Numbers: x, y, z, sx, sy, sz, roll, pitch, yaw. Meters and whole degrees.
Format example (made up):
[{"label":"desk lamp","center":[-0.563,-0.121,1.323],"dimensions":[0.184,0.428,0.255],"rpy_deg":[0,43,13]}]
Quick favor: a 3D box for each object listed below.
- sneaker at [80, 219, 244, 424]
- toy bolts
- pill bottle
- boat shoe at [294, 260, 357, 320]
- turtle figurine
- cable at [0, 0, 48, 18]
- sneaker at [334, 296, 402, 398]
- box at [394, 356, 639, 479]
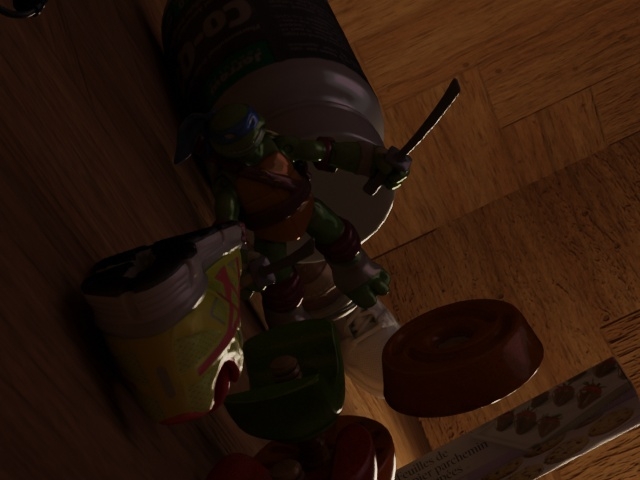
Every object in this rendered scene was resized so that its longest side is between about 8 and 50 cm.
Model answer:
[{"label":"sneaker","center":[-0.078,0.047,0.854],"dimensions":[0.208,0.081,0.094],"rpy_deg":[-55,127,-79]},{"label":"toy bolts","center":[0.040,0.159,0.946],"dimensions":[0.228,0.218,0.158],"rpy_deg":[-67,140,-62]},{"label":"pill bottle","center":[-0.047,-0.153,1.732],"dimensions":[0.204,0.204,0.361],"rpy_deg":[62,3,-42]},{"label":"boat shoe","center":[-0.033,-0.041,1.908],"dimensions":[0.116,0.123,0.324],"rpy_deg":[59,4,-43]},{"label":"turtle figurine","center":[0.000,0.000,1.453],"dimensions":[0.266,0.274,0.198],"rpy_deg":[67,34,-47]},{"label":"cable","center":[-0.215,-0.216,0.938],"dimensions":[0.150,0.047,0.184],"rpy_deg":[57,9,-34]},{"label":"sneaker","center":[0.027,0.082,2.172],"dimensions":[0.292,0.108,0.169],"rpy_deg":[55,-1,31]},{"label":"box","center":[0.208,0.240,1.758],"dimensions":[0.063,0.324,0.067],"rpy_deg":[63,1,42]}]
